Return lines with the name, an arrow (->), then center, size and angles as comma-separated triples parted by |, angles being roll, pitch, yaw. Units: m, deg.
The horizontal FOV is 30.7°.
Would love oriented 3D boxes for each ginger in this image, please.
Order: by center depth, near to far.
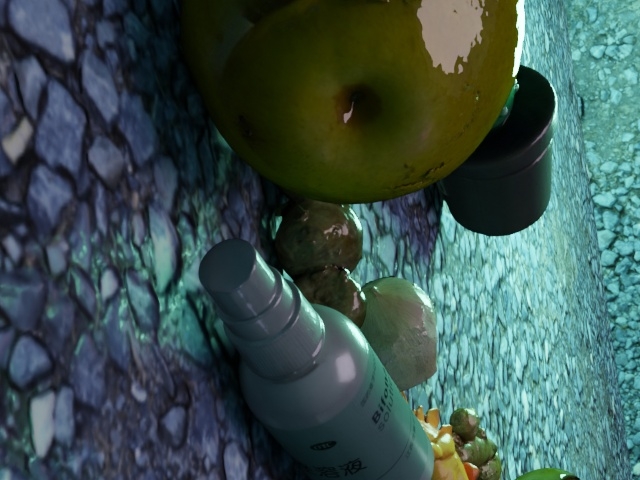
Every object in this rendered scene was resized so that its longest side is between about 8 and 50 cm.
ginger -> 0.000, 0.000, 1.056 | 0.104, 0.080, 0.204 | 64, 22, -70
ginger -> 0.200, 0.299, 1.536 | 0.176, 0.052, 0.193 | -15, 110, -65

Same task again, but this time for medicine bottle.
medicine bottle -> -0.005, 0.116, 0.956 | 0.352, 0.110, 0.110 | 58, 31, -49

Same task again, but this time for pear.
pear -> 0.018, -0.177, 0.942 | 0.336, 0.285, 0.285 | -129, -157, -69

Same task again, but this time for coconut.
coconut -> 0.068, 0.088, 1.175 | 0.124, 0.110, 0.110 | 72, 22, -43

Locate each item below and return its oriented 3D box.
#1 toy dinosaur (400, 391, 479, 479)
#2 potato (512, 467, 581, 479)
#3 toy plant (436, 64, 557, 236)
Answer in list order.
toy dinosaur -> 0.131, 0.252, 1.336 | 0.288, 0.070, 0.117 | 68, 22, -12
potato -> 0.233, 0.405, 1.471 | 0.160, 0.111, 0.271 | 44, 67, -45
toy plant -> 0.200, -0.173, 1.504 | 0.185, 0.279, 0.400 | 48, -13, 39
